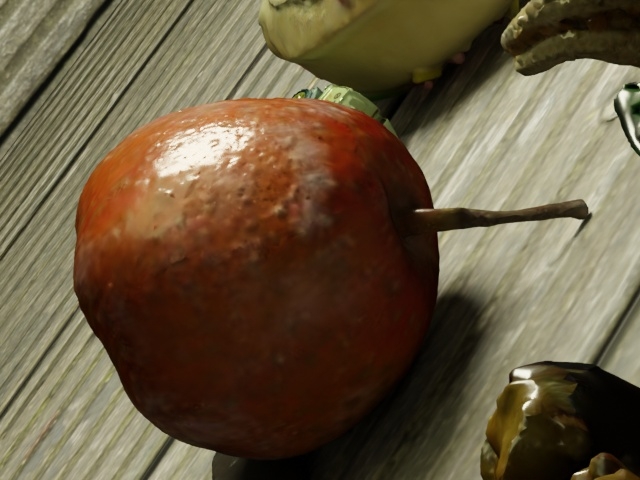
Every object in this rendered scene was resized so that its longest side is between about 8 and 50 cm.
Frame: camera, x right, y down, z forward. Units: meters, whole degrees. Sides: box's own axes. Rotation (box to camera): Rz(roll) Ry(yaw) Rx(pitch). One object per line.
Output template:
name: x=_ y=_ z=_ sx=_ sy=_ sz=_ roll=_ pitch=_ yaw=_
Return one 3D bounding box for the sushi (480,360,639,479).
sushi: x=0.095 y=0.165 z=0.590 sx=0.213 sy=0.204 sz=0.200 roll=-57 pitch=23 yaw=-5

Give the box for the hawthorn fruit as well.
hawthorn fruit: x=-0.037 y=0.006 z=1.153 sx=0.231 sy=0.235 sz=0.263 roll=48 pitch=115 yaw=44

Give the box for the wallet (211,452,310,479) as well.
wallet: x=-0.040 y=0.156 z=1.221 sx=0.082 sy=0.018 sz=0.156 roll=-45 pitch=19 yaw=11

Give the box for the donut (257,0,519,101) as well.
donut: x=0.082 y=-0.261 z=1.550 sx=0.307 sy=0.150 sz=0.371 roll=-37 pitch=22 yaw=35

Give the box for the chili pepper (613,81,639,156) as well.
chili pepper: x=0.260 y=-0.073 z=0.860 sx=0.065 sy=0.122 sz=0.279 roll=-6 pitch=-15 yaw=-46

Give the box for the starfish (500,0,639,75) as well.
starfish: x=0.227 y=-0.117 z=0.772 sx=0.312 sy=0.303 sz=0.113 roll=-20 pitch=-8 yaw=34

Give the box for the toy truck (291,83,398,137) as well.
toy truck: x=-0.010 y=-0.036 z=1.432 sx=0.191 sy=0.085 sz=0.116 roll=-53 pitch=23 yaw=-16
